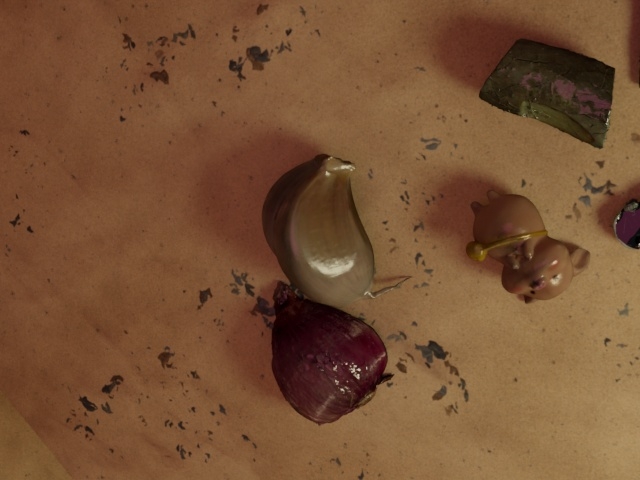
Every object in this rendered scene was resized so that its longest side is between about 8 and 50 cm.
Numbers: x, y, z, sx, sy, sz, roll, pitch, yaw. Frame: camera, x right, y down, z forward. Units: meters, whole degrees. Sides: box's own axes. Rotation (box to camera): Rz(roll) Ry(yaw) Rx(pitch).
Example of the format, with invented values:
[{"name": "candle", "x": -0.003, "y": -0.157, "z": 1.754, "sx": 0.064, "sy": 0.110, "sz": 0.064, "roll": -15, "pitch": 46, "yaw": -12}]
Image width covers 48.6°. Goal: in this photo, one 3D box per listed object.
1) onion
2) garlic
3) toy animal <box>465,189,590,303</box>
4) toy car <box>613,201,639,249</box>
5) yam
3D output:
[{"name": "onion", "x": -0.024, "y": 0.257, "z": 1.617, "sx": 0.349, "sy": 0.159, "sz": 0.267, "roll": 45, "pitch": 110, "yaw": 7}, {"name": "garlic", "x": 0.000, "y": 0.000, "z": 1.570, "sx": 0.245, "sy": 0.231, "sz": 0.340, "roll": -35, "pitch": 107, "yaw": -19}, {"name": "toy animal", "x": 0.395, "y": 0.011, "z": 1.413, "sx": 0.248, "sy": 0.149, "sz": 0.165, "roll": 51, "pitch": 130, "yaw": -2}, {"name": "toy car", "x": 0.658, "y": -0.052, "z": 1.341, "sx": 0.204, "sy": 0.056, "sz": 0.096, "roll": -28, "pitch": 90, "yaw": 27}, {"name": "yam", "x": 0.444, "y": -0.286, "z": 1.335, "sx": 0.254, "sy": 0.154, "sz": 0.154, "roll": 28, "pitch": 109, "yaw": 18}]
